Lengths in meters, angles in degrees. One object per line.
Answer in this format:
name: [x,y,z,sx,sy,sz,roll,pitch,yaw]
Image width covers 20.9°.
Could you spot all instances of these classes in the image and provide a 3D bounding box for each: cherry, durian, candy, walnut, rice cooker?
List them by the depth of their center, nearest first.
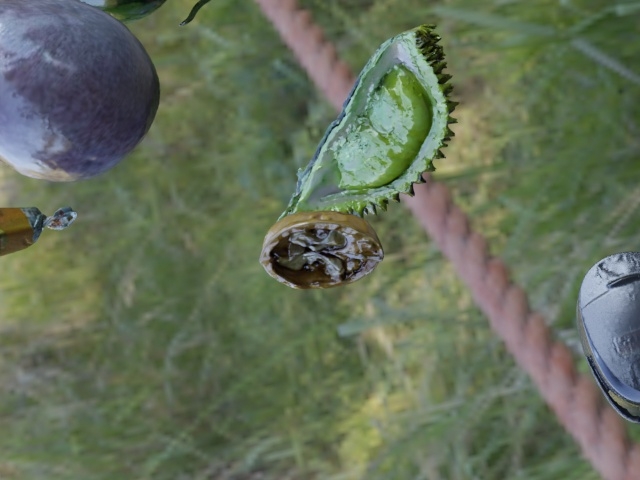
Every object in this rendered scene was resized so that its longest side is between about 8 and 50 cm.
cherry: [-0.210,-0.117,1.325,0.176,0.176,0.140,41,112,57]
rice cooker: [0.305,0.093,1.657,0.106,0.112,0.165,67,-174,-80]
walnut: [0.000,0.000,1.691,0.091,0.121,0.052,95,172,-45]
candy: [-0.329,-0.008,1.706,0.046,0.182,0.053,63,152,26]
durian: [0.068,-0.149,2.302,0.352,0.169,0.158,-56,37,28]

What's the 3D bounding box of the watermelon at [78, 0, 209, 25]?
watermelon: [-0.186,-0.270,1.655,0.141,0.187,0.140,-31,54,57]
